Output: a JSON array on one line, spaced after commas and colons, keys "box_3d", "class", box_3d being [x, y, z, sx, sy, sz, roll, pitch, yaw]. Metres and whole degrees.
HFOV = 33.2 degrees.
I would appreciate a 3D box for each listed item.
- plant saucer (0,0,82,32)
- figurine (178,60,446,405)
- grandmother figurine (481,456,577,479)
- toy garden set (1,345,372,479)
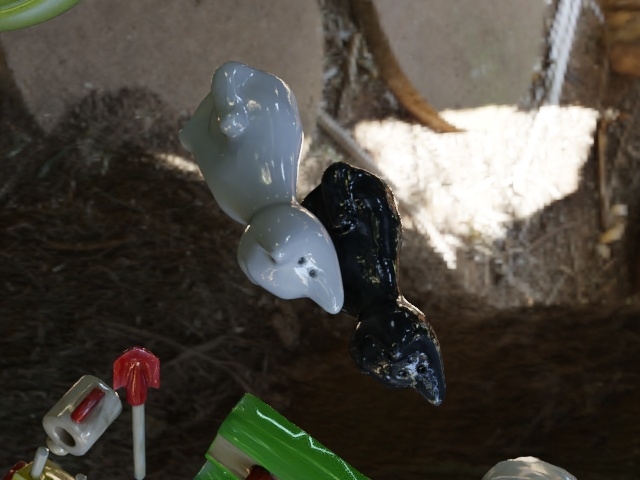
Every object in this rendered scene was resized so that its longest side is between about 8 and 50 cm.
[{"box_3d": [-0.240, -0.235, 0.702, 0.241, 0.241, 0.037, 49, 18, -36], "class": "plant saucer"}, {"box_3d": [0.000, 0.000, 0.758, 0.215, 0.092, 0.209, 42, 16, -40], "class": "figurine"}, {"box_3d": [-0.043, 0.141, 0.289, 0.342, 0.208, 0.104, -13, 62, -31], "class": "grandmother figurine"}, {"box_3d": [-0.078, 0.153, 0.546, 0.204, 0.244, 0.049, 35, 49, 6], "class": "toy garden set"}]
